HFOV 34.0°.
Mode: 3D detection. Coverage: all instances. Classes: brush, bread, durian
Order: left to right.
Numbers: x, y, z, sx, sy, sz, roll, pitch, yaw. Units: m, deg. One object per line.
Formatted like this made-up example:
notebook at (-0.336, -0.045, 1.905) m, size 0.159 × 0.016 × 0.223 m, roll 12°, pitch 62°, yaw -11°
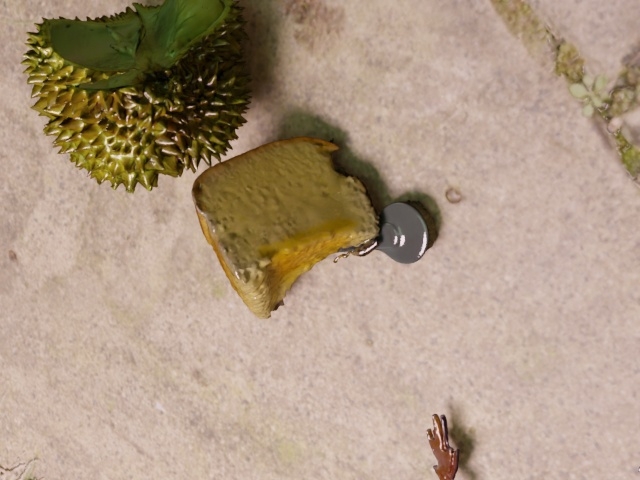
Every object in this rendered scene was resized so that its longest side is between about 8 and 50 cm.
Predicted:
durian at (-0.171, -0.146, 1.025) m, size 0.200 × 0.237 × 0.176 m, roll 3°, pitch 115°, yaw 30°
bread at (-0.031, -0.015, 1.055) m, size 0.160 × 0.169 × 0.140 m, roll -28°, pitch 73°, yaw -8°
brush at (0.000, 0.000, 1.082) m, size 0.266 × 0.027 × 0.062 m, roll -6°, pitch 98°, yaw 36°

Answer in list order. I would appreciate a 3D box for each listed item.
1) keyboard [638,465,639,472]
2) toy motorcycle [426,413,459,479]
keyboard at (0.370, 0.233, 0.919) m, size 0.176 × 0.014 × 0.055 m, roll 33°, pitch 113°, yaw 20°
toy motorcycle at (0.133, 0.376, 1.015) m, size 0.207 × 0.134 × 0.400 m, roll 169°, pitch 83°, yaw -76°
